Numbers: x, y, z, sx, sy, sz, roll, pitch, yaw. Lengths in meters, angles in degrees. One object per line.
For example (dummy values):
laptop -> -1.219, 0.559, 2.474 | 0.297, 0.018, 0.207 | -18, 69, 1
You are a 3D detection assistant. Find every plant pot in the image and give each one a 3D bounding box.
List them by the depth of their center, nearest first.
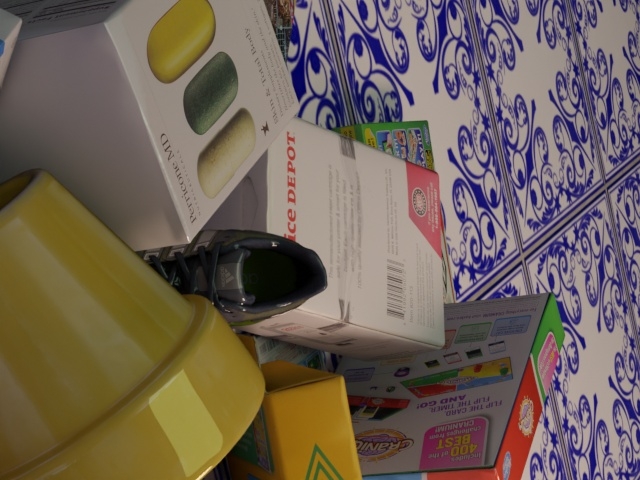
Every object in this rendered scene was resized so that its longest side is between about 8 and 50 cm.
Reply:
plant pot -> -0.210, 0.086, 1.328 | 0.239, 0.254, 0.254 | 55, 33, -14

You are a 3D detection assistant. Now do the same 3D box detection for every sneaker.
sneaker -> -0.127, 0.031, 1.545 | 0.300, 0.121, 0.111 | -8, 88, -35

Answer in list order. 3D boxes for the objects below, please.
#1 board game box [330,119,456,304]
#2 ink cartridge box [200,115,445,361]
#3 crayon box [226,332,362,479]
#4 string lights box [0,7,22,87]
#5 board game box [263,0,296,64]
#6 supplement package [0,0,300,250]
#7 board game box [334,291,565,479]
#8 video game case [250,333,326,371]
board game box -> 0.100, 0.010, 2.179 | 0.213, 0.046, 0.317 | -12, 93, -65
ink cartridge box -> 0.000, 0.000, 1.828 | 0.283, 0.117, 0.207 | 18, 66, -45
crayon box -> -0.025, 0.236, 1.683 | 0.203, 0.083, 0.323 | -178, -103, -72
string lights box -> -0.312, -0.061, 1.248 | 0.133, 0.077, 0.259 | -62, -178, 41
board game box -> -0.084, -0.279, 1.894 | 0.165, 0.042, 0.243 | 48, 41, -48
supplement package -> -0.175, -0.129, 1.485 | 0.262, 0.198, 0.199 | -55, 131, -55
board game box -> 0.119, 0.181, 1.901 | 0.316, 0.242, 0.064 | -61, 137, -52
video game case -> -0.033, 0.156, 1.894 | 0.157, 0.019, 0.143 | -33, 112, -63
